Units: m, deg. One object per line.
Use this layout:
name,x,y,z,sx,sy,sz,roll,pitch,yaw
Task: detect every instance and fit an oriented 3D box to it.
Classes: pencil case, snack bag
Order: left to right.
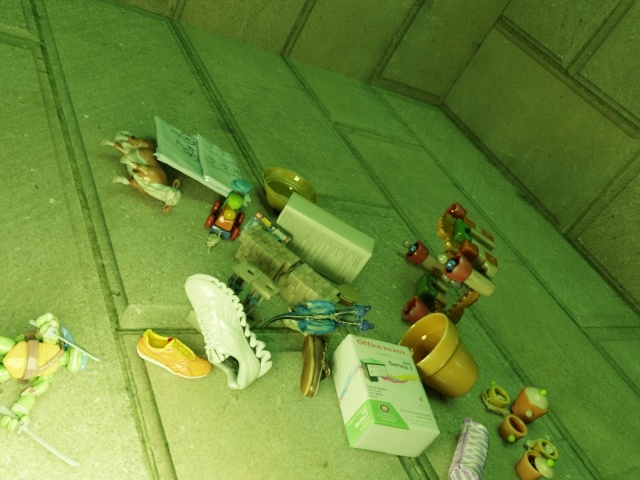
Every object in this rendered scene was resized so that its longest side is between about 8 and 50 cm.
snack bag,-0.393,-0.271,1.974,0.342,0.037,0.323,29,22,-32
pencil case,0.384,0.550,1.552,0.088,0.086,0.206,65,26,-12

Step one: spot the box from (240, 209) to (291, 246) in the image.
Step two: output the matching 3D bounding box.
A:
box,-0.168,-0.014,1.852,0.137,0.094,0.027,41,1,13

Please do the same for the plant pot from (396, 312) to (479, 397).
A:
plant pot,0.345,0.345,1.733,0.188,0.205,0.205,44,28,-14

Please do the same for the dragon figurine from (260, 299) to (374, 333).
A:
dragon figurine,-0.006,0.200,1.579,0.289,0.144,0.085,3,81,-16

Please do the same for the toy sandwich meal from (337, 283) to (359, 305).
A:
toy sandwich meal,0.084,0.171,1.885,0.085,0.029,0.085,24,26,-13

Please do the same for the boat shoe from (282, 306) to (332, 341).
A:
boat shoe,-0.031,0.232,1.665,0.153,0.048,0.056,29,30,-7

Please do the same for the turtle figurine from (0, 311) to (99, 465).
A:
turtle figurine,-0.536,0.225,1.056,0.266,0.198,0.275,9,34,-29

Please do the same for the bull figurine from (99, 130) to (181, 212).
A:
bull figurine,-0.526,-0.210,1.777,0.188,0.101,0.310,25,23,-47

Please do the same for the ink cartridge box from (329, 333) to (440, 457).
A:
ink cartridge box,0.156,0.391,1.541,0.201,0.117,0.278,17,33,-25

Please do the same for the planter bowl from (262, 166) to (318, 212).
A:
planter bowl,-0.121,-0.155,2.103,0.217,0.090,0.217,23,31,-15

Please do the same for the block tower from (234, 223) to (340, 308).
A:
block tower,-0.098,0.099,1.756,0.335,0.097,0.091,41,31,10

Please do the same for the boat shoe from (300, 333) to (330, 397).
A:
boat shoe,-0.008,0.319,1.536,0.073,0.073,0.207,23,31,-12

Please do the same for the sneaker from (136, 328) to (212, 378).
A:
sneaker,-0.321,0.255,1.342,0.175,0.067,0.064,25,29,-16

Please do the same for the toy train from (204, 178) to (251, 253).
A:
toy train,-0.272,-0.075,1.790,0.105,0.143,0.248,26,31,-11

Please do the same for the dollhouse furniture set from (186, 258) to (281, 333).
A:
dollhouse furniture set,-0.214,0.160,1.517,0.129,0.129,0.183,38,30,8

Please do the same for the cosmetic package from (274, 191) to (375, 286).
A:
cosmetic package,0.000,0.000,1.924,0.309,0.160,0.113,31,30,-6

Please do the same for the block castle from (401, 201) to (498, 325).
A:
block castle,0.416,0.077,2.066,0.213,0.303,0.453,35,30,-9

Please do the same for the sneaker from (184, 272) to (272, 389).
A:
sneaker,-0.227,0.208,1.387,0.292,0.110,0.118,57,39,-5

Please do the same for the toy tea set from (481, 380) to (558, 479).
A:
toy tea set,0.615,0.539,1.750,0.200,0.124,0.336,19,33,-23
